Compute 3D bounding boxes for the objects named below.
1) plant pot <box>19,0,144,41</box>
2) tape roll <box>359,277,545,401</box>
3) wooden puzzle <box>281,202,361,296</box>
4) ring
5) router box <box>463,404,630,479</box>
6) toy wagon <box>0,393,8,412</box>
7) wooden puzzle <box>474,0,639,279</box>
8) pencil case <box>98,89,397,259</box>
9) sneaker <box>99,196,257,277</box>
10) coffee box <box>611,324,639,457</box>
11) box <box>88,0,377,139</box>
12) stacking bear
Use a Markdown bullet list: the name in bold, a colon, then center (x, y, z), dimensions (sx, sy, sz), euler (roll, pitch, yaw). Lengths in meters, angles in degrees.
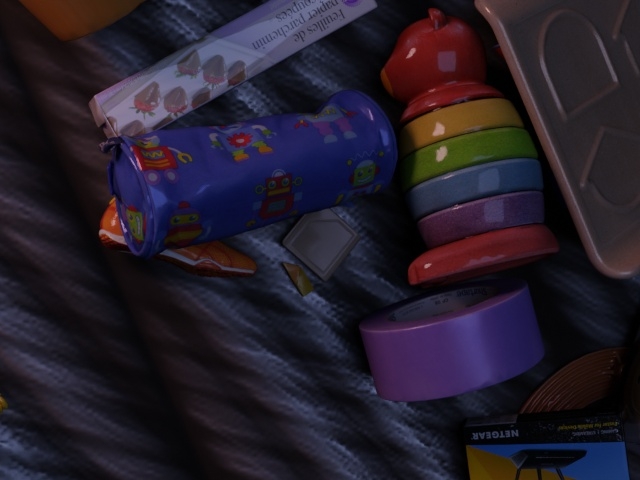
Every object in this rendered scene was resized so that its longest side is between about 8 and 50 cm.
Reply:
- **plant pot**: center (-0.251, -0.305, 1.096), dimensions (0.205, 0.205, 0.188), euler (-38, 117, -14)
- **tape roll**: center (0.142, 0.105, 1.224), dimensions (0.189, 0.189, 0.080), euler (-18, 97, -17)
- **wooden puzzle**: center (0.000, 0.000, 1.268), dimensions (0.116, 0.014, 0.078), euler (-44, 108, -12)
- **ring**: center (0.372, 0.299, 1.386), dimensions (0.337, 0.032, 0.336), euler (0, 90, -18)
- **router box**: center (0.263, 0.265, 1.297), dimensions (0.179, 0.046, 0.133), euler (-8, 94, 15)
- **toy wagon**: center (-0.434, 0.275, 1.103), dimensions (0.267, 0.068, 0.344), euler (39, 79, -15)
- **wooden puzzle**: center (0.340, -0.165, 1.309), dimensions (0.322, 0.080, 0.347), euler (-31, 96, -35)
- **pencil case**: center (-0.074, -0.074, 1.165), dimensions (0.306, 0.133, 0.119), euler (-16, 131, -28)
- **sneaker**: center (-0.144, -0.003, 1.196), dimensions (0.175, 0.064, 0.067), euler (21, 75, -20)
- **coffee box**: center (0.466, 0.119, 1.319), dimensions (0.119, 0.168, 0.297), euler (29, 74, -16)
- **box**: center (-0.092, -0.199, 1.207), dimensions (0.324, 0.067, 0.063), euler (-32, 101, -14)
- **stacking bear**: center (0.149, -0.106, 1.243), dimensions (0.164, 0.175, 0.289), euler (-15, 83, 11)
